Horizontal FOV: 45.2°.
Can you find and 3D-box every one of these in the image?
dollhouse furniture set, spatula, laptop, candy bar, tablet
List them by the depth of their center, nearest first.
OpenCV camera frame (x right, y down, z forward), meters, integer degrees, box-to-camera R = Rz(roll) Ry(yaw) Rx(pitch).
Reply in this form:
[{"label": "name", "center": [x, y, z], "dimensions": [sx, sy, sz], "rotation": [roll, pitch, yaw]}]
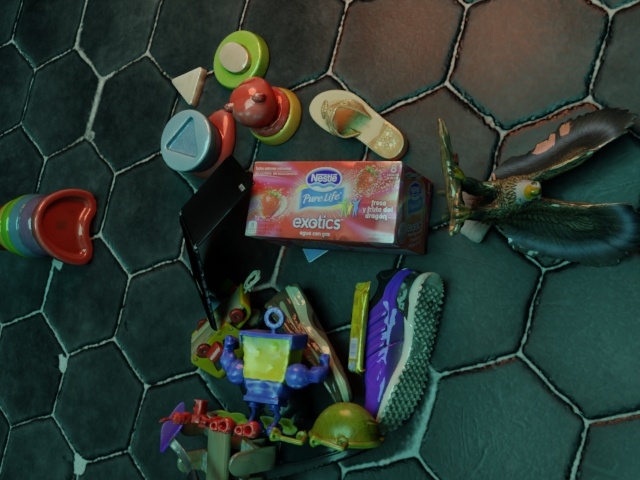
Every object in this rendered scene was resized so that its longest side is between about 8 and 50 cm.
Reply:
[{"label": "candy bar", "center": [0.067, 0.150, 1.317], "dimensions": [0.040, 0.018, 0.162], "rotation": [-7, 76, 55]}, {"label": "spatula", "center": [-0.244, 0.401, 1.382], "dimensions": [0.084, 0.030, 0.296], "rotation": [-54, 36, 11]}, {"label": "dollhouse furniture set", "center": [-0.211, 0.459, 1.410], "dimensions": [0.212, 0.161, 0.242], "rotation": [14, 102, 55]}, {"label": "tablet", "center": [0.000, 0.000, 1.484], "dimensions": [0.083, 0.006, 0.054], "rotation": [-34, 67, 23]}, {"label": "laptop", "center": [-0.190, -0.003, 1.486], "dimensions": [0.234, 0.136, 0.264], "rotation": [-131, 29, -65]}]

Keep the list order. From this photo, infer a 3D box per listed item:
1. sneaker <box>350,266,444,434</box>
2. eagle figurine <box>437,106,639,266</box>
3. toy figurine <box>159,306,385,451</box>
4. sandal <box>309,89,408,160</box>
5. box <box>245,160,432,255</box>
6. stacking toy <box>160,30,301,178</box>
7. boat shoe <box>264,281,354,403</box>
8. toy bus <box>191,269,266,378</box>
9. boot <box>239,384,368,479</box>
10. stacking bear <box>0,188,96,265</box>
[{"label": "sneaker", "center": [0.112, 0.185, 1.345], "dimensions": [0.146, 0.102, 0.293], "rotation": [14, 87, 38]}, {"label": "eagle figurine", "center": [0.343, -0.077, 1.216], "dimensions": [0.298, 0.225, 0.226], "rotation": [-5, 123, 1]}, {"label": "toy figurine", "center": [-0.073, 0.218, 1.284], "dimensions": [0.362, 0.191, 0.217], "rotation": [1, 78, 27]}, {"label": "sandal", "center": [0.055, -0.230, 1.443], "dimensions": [0.240, 0.079, 0.088], "rotation": [35, 101, 30]}, {"label": "box", "center": [0.034, -0.058, 1.384], "dimensions": [0.300, 0.154, 0.142], "rotation": [3, 82, 30]}, {"label": "stacking toy", "center": [-0.221, -0.295, 1.588], "dimensions": [0.309, 0.130, 0.280], "rotation": [-27, 70, 24]}, {"label": "boat shoe", "center": [-0.027, 0.203, 1.411], "dimensions": [0.095, 0.095, 0.257], "rotation": [-27, 57, -3]}, {"label": "toy bus", "center": [-0.164, 0.172, 1.498], "dimensions": [0.202, 0.104, 0.191], "rotation": [-15, 44, 55]}, {"label": "boot", "center": [-0.035, 0.313, 1.406], "dimensions": [0.246, 0.094, 0.207], "rotation": [-24, 75, 32]}, {"label": "stacking bear", "center": [-0.693, -0.032, 1.820], "dimensions": [0.289, 0.164, 0.175], "rotation": [-2, 82, 35]}]
